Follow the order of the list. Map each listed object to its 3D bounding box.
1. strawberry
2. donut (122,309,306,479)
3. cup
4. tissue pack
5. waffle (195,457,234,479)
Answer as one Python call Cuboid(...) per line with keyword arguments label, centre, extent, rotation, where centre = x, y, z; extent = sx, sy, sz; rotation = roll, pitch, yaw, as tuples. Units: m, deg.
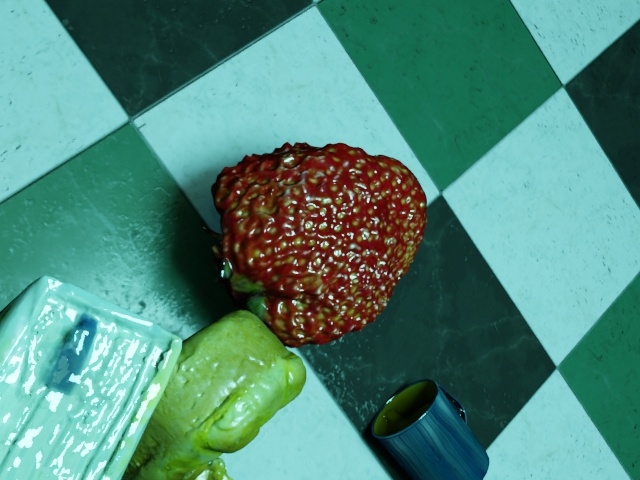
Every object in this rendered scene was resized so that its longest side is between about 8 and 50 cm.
Cuboid(label="strawberry", centre=(0.000, -0.004, 1.008), extent=(0.261, 0.257, 0.261), rotation=(-12, 90, -73))
Cuboid(label="donut", centre=(-0.136, 0.184, 0.908), extent=(0.128, 0.261, 0.208), rotation=(53, 32, 3))
Cuboid(label="cup", centre=(0.169, 0.276, 1.134), extent=(0.150, 0.113, 0.138), rotation=(-43, 103, -24))
Cuboid(label="tissue pack", centre=(-0.296, 0.201, 0.752), extent=(0.162, 0.388, 0.288), rotation=(32, 69, -17))
Cuboid(label="waffle", centre=(-0.181, 0.420, 0.961), extent=(0.282, 0.058, 0.301), rotation=(48, 64, -10))
